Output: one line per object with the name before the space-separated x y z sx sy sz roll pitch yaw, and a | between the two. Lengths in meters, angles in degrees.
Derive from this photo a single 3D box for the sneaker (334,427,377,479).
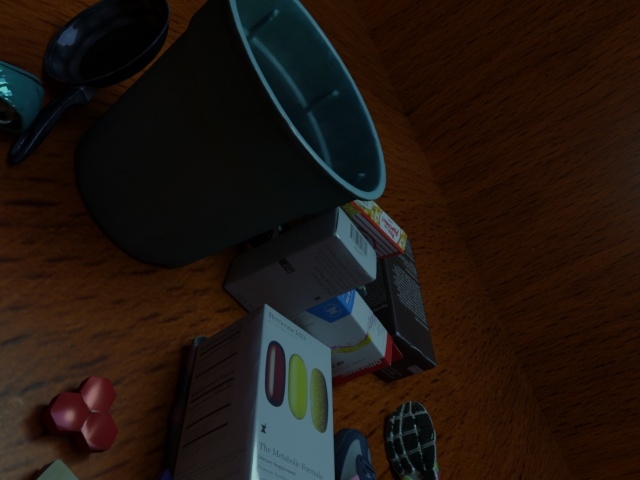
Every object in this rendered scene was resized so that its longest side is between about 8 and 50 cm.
sneaker | 0.086 0.445 0.860 0.112 0.131 0.319 44 30 -35

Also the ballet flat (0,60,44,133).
ballet flat | -0.417 -0.182 0.570 0.247 0.083 0.087 23 60 -52

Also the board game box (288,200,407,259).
board game box | 0.036 -0.031 0.936 0.193 0.147 0.045 40 51 -33

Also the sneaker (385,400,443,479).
sneaker | 0.207 0.485 1.133 0.118 0.107 0.279 59 20 -57

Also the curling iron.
curling iron | -0.165 0.238 0.690 0.068 0.035 0.274 46 29 -33

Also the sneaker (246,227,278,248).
sneaker | -0.155 -0.079 0.992 0.121 0.079 0.216 28 33 -46

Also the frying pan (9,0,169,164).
frying pan | -0.295 -0.235 0.739 0.053 0.197 0.326 64 15 -54

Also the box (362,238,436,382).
box | 0.149 0.123 1.302 0.191 0.143 0.381 42 30 -39

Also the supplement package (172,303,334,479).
supplement package | -0.076 0.227 0.659 0.139 0.134 0.244 40 31 -32

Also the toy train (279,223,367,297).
toy train | 0.000 0.000 1.145 0.333 0.142 0.190 64 15 3

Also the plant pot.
plant pot | -0.136 -0.137 0.765 0.341 0.334 0.341 44 30 -34

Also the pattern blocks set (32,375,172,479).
pattern blocks set | -0.246 0.300 0.471 0.285 0.026 0.325 59 27 -3

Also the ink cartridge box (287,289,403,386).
ink cartridge box | 0.046 0.190 1.032 0.231 0.134 0.078 53 26 -20

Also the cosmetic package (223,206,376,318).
cosmetic package | -0.034 0.048 0.900 0.117 0.231 0.085 49 28 -27
